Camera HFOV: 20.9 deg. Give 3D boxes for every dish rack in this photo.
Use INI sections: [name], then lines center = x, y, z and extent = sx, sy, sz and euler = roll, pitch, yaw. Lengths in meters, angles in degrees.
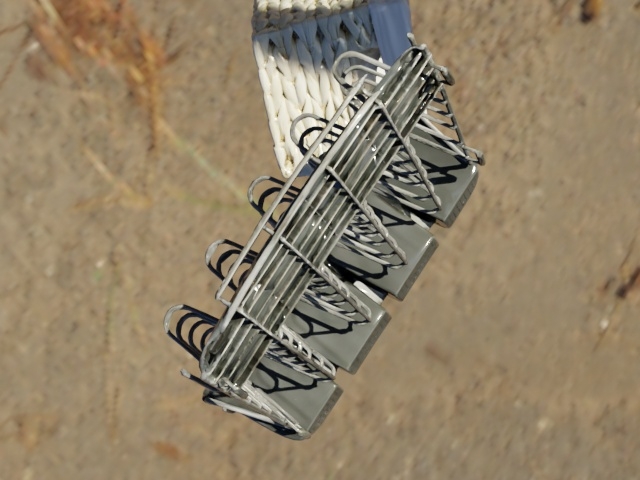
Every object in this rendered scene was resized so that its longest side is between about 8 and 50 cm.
[dish rack]
center = 0.000, 0.000, 0.885
extent = 0.074, 0.271, 0.208
euler = 31, 85, 15

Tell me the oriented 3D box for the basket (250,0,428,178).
[basket]
center = 0.012, -0.119, 1.158
extent = 0.103, 0.167, 0.113
euler = -11, 110, 2
